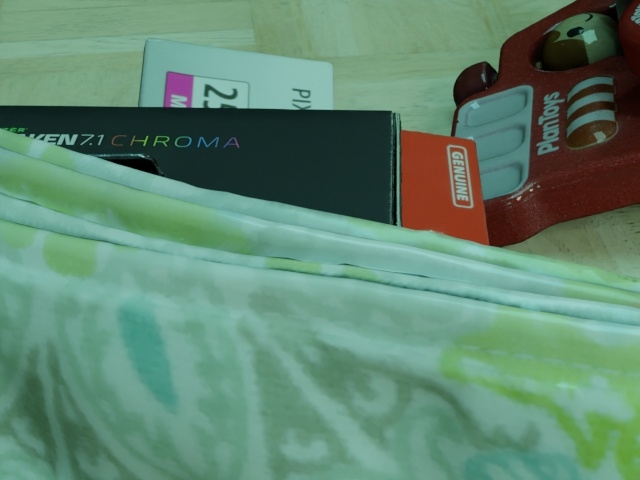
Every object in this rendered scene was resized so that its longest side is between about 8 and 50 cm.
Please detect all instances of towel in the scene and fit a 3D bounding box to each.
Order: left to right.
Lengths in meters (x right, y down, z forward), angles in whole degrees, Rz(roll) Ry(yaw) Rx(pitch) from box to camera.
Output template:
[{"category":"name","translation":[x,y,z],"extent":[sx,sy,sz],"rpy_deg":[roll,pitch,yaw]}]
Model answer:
[{"category":"towel","translation":[-0.032,0.168,0.380],"extent":[0.320,0.375,0.090],"rpy_deg":[12,8,20]}]

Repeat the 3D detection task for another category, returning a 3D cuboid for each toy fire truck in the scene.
[{"category":"toy fire truck","translation":[0.217,-0.118,0.969],"extent":[0.253,0.169,0.302],"rpy_deg":[-14,33,19]}]

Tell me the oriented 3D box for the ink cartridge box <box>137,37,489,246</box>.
[{"category":"ink cartridge box","translation":[0.000,0.000,0.776],"extent":[0.238,0.060,0.275],"rpy_deg":[6,49,-8]}]

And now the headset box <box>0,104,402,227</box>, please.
[{"category":"headset box","translation":[-0.086,0.074,0.570],"extent":[0.246,0.283,0.131],"rpy_deg":[2,34,3]}]
